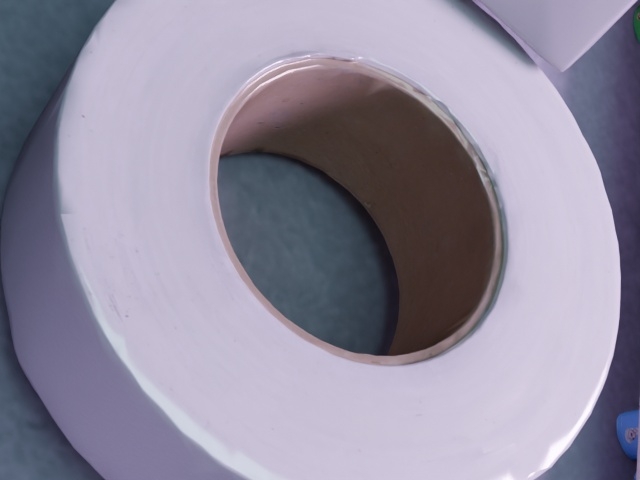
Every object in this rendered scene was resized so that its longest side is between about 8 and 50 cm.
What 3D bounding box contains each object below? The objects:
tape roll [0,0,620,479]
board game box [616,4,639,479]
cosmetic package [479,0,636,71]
[{"bbox_3d":[0.000,0.000,0.615,0.286,0.100,0.286,11,64,-23],"label":"tape roll"},{"bbox_3d":[0.353,0.025,0.844,0.389,0.050,0.390,15,69,-24],"label":"board game box"},{"bbox_3d":[0.038,-0.277,0.658,0.365,0.155,0.197,37,24,-14],"label":"cosmetic package"}]
